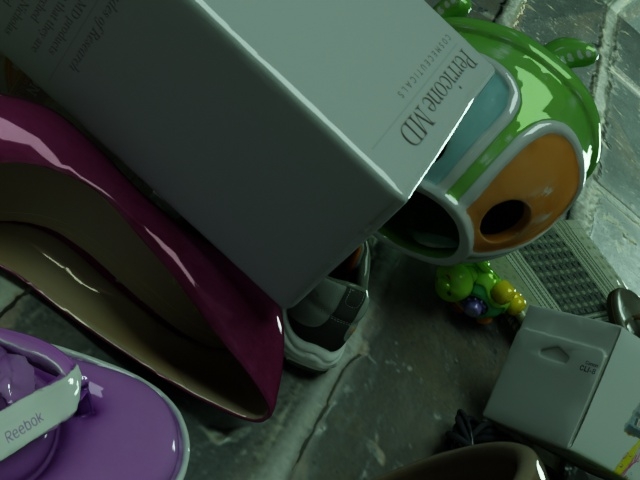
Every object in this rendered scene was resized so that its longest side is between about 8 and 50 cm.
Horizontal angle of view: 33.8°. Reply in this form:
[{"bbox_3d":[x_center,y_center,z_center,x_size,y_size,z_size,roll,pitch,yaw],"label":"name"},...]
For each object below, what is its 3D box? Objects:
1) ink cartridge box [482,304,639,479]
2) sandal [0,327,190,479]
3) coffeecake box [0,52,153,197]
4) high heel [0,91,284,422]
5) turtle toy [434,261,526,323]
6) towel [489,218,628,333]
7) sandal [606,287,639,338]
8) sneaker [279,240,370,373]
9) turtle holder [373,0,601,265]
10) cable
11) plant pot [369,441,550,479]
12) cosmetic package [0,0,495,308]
[{"bbox_3d":[0.277,0.161,1.039,0.176,0.127,0.128,31,-10,-30],"label":"ink cartridge box"},{"bbox_3d":[-0.236,0.093,0.608,0.416,0.102,0.169,15,39,-39],"label":"sandal"},{"bbox_3d":[-0.190,-0.146,0.937,0.185,0.142,0.068,34,32,-13],"label":"coffeecake box"},{"bbox_3d":[-0.180,0.013,0.760,0.377,0.127,0.181,18,38,-33],"label":"high heel"},{"bbox_3d":[0.167,0.049,1.169,0.095,0.066,0.130,52,8,29],"label":"turtle toy"},{"bbox_3d":[0.325,0.107,1.321,0.312,0.056,0.324,-2,54,-48],"label":"towel"},{"bbox_3d":[0.415,0.142,1.267,0.090,0.060,0.219,20,38,-32],"label":"sandal"},{"bbox_3d":[0.000,0.000,1.008,0.100,0.108,0.271,23,33,-27],"label":"sneaker"},{"bbox_3d":[0.120,-0.113,1.108,0.320,0.243,0.227,34,61,7],"label":"turtle holder"},{"bbox_3d":[0.185,0.232,0.980,0.150,0.047,0.184,4,46,-48],"label":"cable"},{"bbox_3d":[0.058,0.277,0.613,0.263,0.263,0.229,-27,90,-59],"label":"plant pot"},{"bbox_3d":[-0.106,-0.194,0.807,0.453,0.161,0.230,42,41,-5],"label":"cosmetic package"}]
